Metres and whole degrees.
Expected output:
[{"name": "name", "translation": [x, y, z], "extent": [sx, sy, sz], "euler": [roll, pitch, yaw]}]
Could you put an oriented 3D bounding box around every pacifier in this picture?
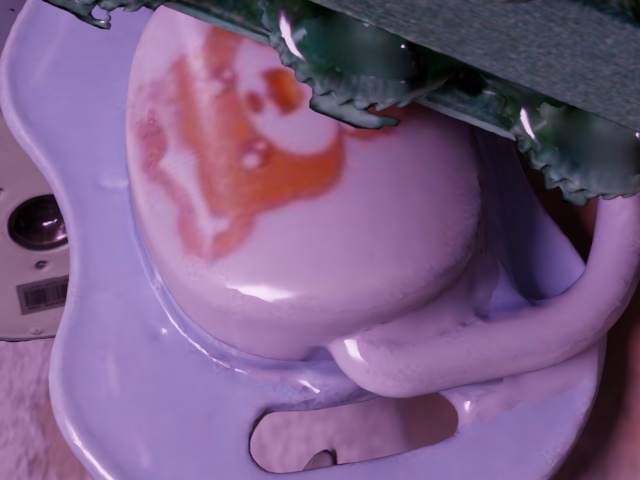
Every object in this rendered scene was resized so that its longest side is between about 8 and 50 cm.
[{"name": "pacifier", "translation": [0.000, 0.000, 0.567], "extent": [0.207, 0.227, 0.279], "euler": [109, 150, -62]}]

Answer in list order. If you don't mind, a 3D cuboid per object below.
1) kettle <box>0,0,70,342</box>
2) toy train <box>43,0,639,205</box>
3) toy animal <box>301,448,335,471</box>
[{"name": "kettle", "translation": [-0.164, -0.069, 0.781], "extent": [0.210, 0.160, 0.243], "euler": [101, 156, -43]}, {"name": "toy train", "translation": [0.041, -0.131, 0.435], "extent": [0.138, 0.330, 0.178], "euler": [141, 145, -64]}, {"name": "toy animal", "translation": [0.003, 0.144, 0.527], "extent": [0.095, 0.155, 0.219], "euler": [-62, 35, 32]}]
